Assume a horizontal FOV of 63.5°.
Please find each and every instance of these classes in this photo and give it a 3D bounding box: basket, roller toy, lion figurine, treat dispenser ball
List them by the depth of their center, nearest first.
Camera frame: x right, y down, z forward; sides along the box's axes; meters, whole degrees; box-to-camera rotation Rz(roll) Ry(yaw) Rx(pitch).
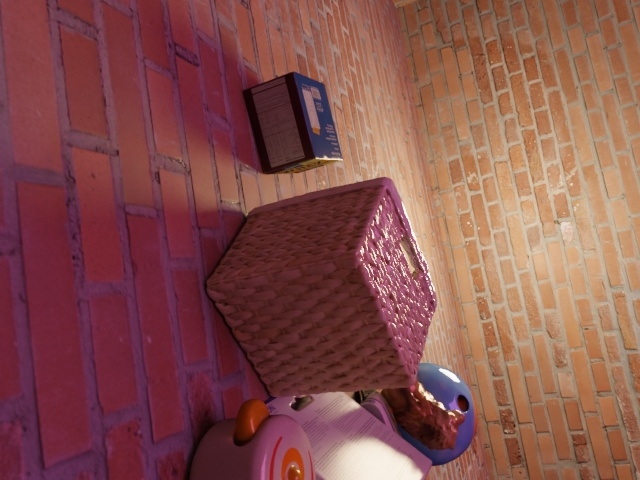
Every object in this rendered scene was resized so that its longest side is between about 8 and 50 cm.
[{"bbox_3d":[-0.096,0.374,0.815,0.191,0.146,0.209,52,33,-47],"label":"roller toy"},{"bbox_3d":[0.020,0.099,1.001,0.328,0.331,0.266,65,28,-26],"label":"basket"},{"bbox_3d":[0.187,0.312,1.252,0.392,0.142,0.240,58,-7,-7],"label":"lion figurine"},{"bbox_3d":[0.314,0.509,1.525,0.288,0.288,0.288,-13,90,-67],"label":"treat dispenser ball"}]

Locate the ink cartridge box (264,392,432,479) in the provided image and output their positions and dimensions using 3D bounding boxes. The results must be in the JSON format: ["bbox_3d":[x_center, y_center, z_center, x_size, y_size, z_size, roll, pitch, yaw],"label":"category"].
[{"bbox_3d":[0.042,0.423,1.037,0.071,0.330,0.324,-62,159,12],"label":"ink cartridge box"}]

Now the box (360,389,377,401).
[{"bbox_3d":[0.151,0.491,1.371,0.190,0.045,0.184,-167,-119,-87],"label":"box"}]

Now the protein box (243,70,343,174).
[{"bbox_3d":[-0.059,-0.276,1.256,0.200,0.136,0.201,-21,97,-67],"label":"protein box"}]

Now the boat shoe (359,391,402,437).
[{"bbox_3d":[0.163,0.485,1.225,0.084,0.095,0.258,-25,102,-63],"label":"boat shoe"}]
